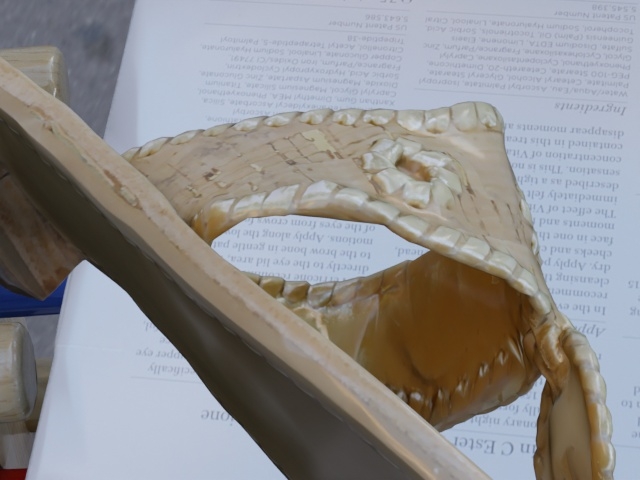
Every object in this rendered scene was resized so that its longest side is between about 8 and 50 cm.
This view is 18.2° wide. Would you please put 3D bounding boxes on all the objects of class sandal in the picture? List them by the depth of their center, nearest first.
[{"bbox_3d":[-0.001,-0.003,0.375,0.240,0.088,0.079,33,70,29],"label":"sandal"}]

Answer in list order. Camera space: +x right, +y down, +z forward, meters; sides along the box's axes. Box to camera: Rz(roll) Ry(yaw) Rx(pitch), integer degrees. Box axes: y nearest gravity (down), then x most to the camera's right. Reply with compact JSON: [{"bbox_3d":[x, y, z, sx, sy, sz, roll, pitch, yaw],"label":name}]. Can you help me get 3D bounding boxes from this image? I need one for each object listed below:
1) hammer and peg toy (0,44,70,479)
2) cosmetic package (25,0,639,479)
[{"bbox_3d":[-0.157,0.101,0.887,0.127,0.361,0.266,-5,40,2],"label":"hammer and peg toy"},{"bbox_3d":[0.102,0.040,0.686,0.377,0.097,0.284,5,62,11],"label":"cosmetic package"}]
